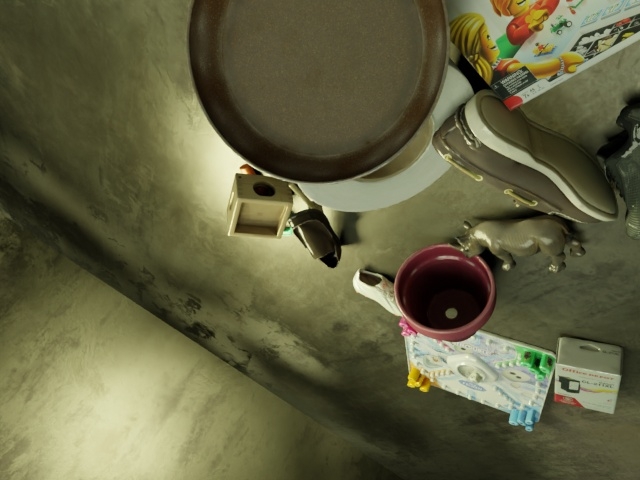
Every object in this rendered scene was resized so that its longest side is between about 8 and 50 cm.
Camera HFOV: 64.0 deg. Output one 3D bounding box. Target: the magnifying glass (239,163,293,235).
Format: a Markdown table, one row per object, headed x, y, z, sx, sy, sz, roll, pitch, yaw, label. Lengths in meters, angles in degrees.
| x | y | z | sx | sy | sz | roll | pitch | yaw | label |
| --- | --- | --- | --- | --- | --- | --- | --- | --- | --- |
| -0.133 | -0.096 | 1.279 | 0.092 | 0.026 | 0.230 | 4 | 137 | 37 | magnifying glass |

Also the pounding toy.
| x | y | z | sx | sy | sz | roll | pitch | yaw | label |
| --- | --- | --- | --- | --- | --- | --- | --- | --- | --- |
| -0.098 | -0.096 | 1.183 | 0.206 | 0.094 | 0.181 | 4 | 139 | -19 | pounding toy |

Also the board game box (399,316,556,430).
| x | y | z | sx | sy | sz | roll | pitch | yaw | label |
| --- | --- | --- | --- | --- | --- | --- | --- | --- | --- |
| 0.414 | 0.364 | 1.412 | 0.390 | 0.050 | 0.389 | 15 | 144 | 26 | board game box |

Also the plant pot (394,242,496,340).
| x | y | z | sx | sy | sz | roll | pitch | yaw | label |
| --- | --- | --- | --- | --- | --- | --- | --- | --- | --- |
| 0.277 | 0.132 | 1.103 | 0.202 | 0.201 | 0.180 | 13 | 158 | 28 | plant pot |

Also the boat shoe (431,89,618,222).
| x | y | z | sx | sy | sz | roll | pitch | yaw | label |
| --- | --- | --- | --- | --- | --- | --- | --- | --- | --- |
| 0.311 | -0.103 | 0.758 | 0.325 | 0.116 | 0.097 | 23 | 146 | -25 | boat shoe |

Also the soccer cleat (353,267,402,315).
| x | y | z | sx | sy | sz | roll | pitch | yaw | label |
| --- | --- | --- | --- | --- | --- | --- | --- | --- | --- |
| 0.171 | 0.133 | 1.295 | 0.196 | 0.068 | 0.076 | 24 | 144 | 18 | soccer cleat |

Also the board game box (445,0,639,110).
| x | y | z | sx | sy | sz | roll | pitch | yaw | label |
| --- | --- | --- | --- | --- | --- | --- | --- | --- | --- |
| 0.279 | -0.291 | 0.554 | 0.193 | 0.053 | 0.305 | 42 | 147 | -15 | board game box |

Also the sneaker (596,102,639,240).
| x | y | z | sx | sy | sz | roll | pitch | yaw | label |
| --- | --- | --- | --- | --- | --- | --- | --- | --- | --- |
| 0.452 | -0.100 | 0.735 | 0.106 | 0.078 | 0.234 | 15 | 141 | 29 | sneaker |

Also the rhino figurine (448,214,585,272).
| x | y | z | sx | sy | sz | roll | pitch | yaw | label |
| --- | --- | --- | --- | --- | --- | --- | --- | --- | --- |
| 0.349 | 0.001 | 0.957 | 0.243 | 0.073 | 0.106 | -2 | 137 | 44 | rhino figurine |

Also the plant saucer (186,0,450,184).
| x | y | z | sx | sy | sz | roll | pitch | yaw | label |
| --- | --- | --- | --- | --- | --- | --- | --- | --- | --- |
| -0.007 | -0.221 | 0.607 | 0.311 | 0.050 | 0.310 | 4 | 109 | 12 | plant saucer |

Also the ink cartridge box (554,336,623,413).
| x | y | z | sx | sy | sz | roll | pitch | yaw | label |
| --- | --- | --- | --- | --- | --- | --- | --- | --- | --- |
| 0.595 | 0.303 | 1.147 | 0.128 | 0.072 | 0.175 | 6 | 140 | 29 | ink cartridge box |

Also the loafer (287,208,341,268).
| x | y | z | sx | sy | sz | roll | pitch | yaw | label |
| --- | --- | --- | --- | --- | --- | --- | --- | --- | --- |
| 0.000 | 0.000 | 1.194 | 0.080 | 0.078 | 0.220 | -26 | 145 | 16 | loafer |

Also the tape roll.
| x | y | z | sx | sy | sz | roll | pitch | yaw | label |
| --- | --- | --- | --- | --- | --- | --- | --- | --- | --- |
| 0.083 | -0.173 | 0.772 | 0.287 | 0.100 | 0.286 | -13 | 142 | -10 | tape roll |
